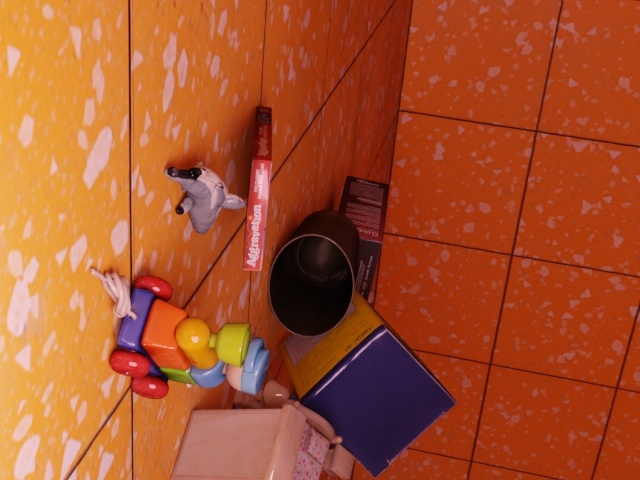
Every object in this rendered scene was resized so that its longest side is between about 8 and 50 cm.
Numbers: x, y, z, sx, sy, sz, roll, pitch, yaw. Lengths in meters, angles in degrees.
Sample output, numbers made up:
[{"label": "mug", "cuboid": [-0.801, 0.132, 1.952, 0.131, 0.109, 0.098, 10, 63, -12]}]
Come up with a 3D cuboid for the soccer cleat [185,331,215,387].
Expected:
[{"label": "soccer cleat", "cuboid": [-0.158, 0.157, 1.272, 0.029, 0.035, 0.083, 86, 16, -58]}]

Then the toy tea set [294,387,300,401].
[{"label": "toy tea set", "cuboid": [0.001, 0.395, 2.259, 0.336, 0.124, 0.200, -69, 166, -51]}]

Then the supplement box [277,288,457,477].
[{"label": "supplement box", "cuboid": [0.073, 0.240, 1.759, 0.194, 0.195, 0.356, -43, -166, 1]}]

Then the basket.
[{"label": "basket", "cuboid": [-0.001, 0.039, 1.798, 0.227, 0.154, 0.204, -70, 170, -65]}]

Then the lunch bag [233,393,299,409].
[{"label": "lunch bag", "cuboid": [-0.112, 0.405, 1.605, 0.303, 0.115, 0.243, -67, 167, -51]}]

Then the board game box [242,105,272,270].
[{"label": "board game box", "cuboid": [-0.084, -0.079, 1.297, 0.281, 0.027, 0.145, -97, -168, -69]}]

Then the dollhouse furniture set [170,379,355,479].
[{"label": "dollhouse furniture set", "cuboid": [-0.031, 0.377, 1.370, 0.355, 0.174, 0.303, 45, 50, -40]}]

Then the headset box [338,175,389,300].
[{"label": "headset box", "cuboid": [0.079, 0.019, 2.235, 0.293, 0.110, 0.218, -78, 179, -57]}]

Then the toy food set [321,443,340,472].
[{"label": "toy food set", "cuboid": [0.007, 0.550, 2.243, 0.306, 0.092, 0.220, -50, -179, 20]}]

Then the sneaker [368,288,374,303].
[{"label": "sneaker", "cuboid": [0.064, 0.234, 2.459, 0.323, 0.130, 0.236, -35, 130, -85]}]

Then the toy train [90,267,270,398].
[{"label": "toy train", "cuboid": [-0.137, 0.096, 0.987, 0.248, 0.143, 0.105, 81, 21, -65]}]

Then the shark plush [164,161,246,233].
[{"label": "shark plush", "cuboid": [-0.140, -0.049, 1.116, 0.067, 0.073, 0.161, -48, 174, -3]}]
